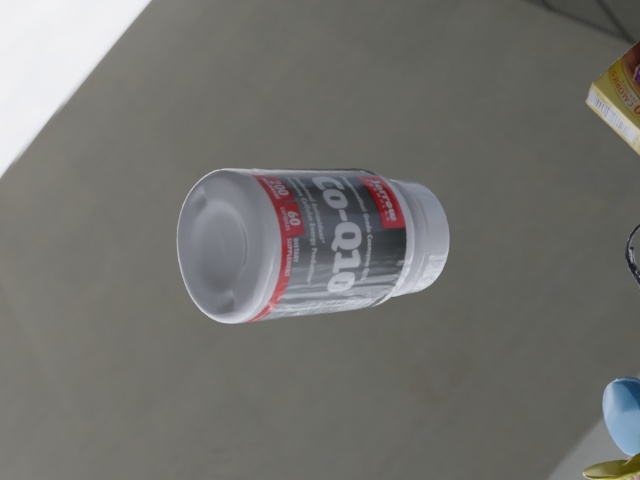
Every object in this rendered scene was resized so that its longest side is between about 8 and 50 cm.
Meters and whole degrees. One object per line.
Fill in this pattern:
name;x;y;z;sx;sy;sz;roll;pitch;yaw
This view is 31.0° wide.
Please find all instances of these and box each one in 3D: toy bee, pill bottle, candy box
toy bee;0.313;0.158;0.990;0.195;0.298;0.162;-30;-154;-7
pill bottle;0.000;0.000;1.268;0.161;0.283;0.161;5;-84;47
candy box;0.330;-0.095;0.974;0.109;0.053;0.187;-41;-105;-4
